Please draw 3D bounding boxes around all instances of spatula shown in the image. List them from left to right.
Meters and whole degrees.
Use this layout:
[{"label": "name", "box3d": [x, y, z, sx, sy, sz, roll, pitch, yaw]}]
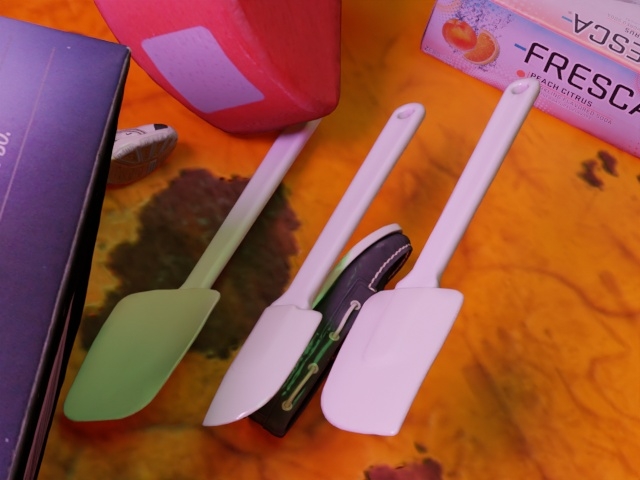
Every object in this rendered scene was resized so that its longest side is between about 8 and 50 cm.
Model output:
[{"label": "spatula", "box3d": [0.000, 0.000, 0.855, 0.168, 0.019, 0.242, -5, 37, 31]}]

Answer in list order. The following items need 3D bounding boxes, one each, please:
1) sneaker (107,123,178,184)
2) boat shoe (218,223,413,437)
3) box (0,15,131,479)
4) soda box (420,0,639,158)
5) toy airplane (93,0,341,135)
[{"label": "sneaker", "box3d": [-0.108, -0.044, 0.903, 0.083, 0.032, 0.037, -22, 61, -31]}, {"label": "boat shoe", "box3d": [0.007, 0.040, 0.860, 0.038, 0.046, 0.125, 37, 54, 15]}, {"label": "box", "box3d": [-0.247, 0.050, 0.688, 0.294, 0.183, 0.296, 13, 49, -5]}, {"label": "soda box", "box3d": [0.150, -0.098, 1.008, 0.183, 0.058, 0.063, 27, 49, 5]}, {"label": "toy airplane", "box3d": [-0.103, -0.273, 0.860, 0.384, 0.386, 0.272, 37, 39, 15]}]
